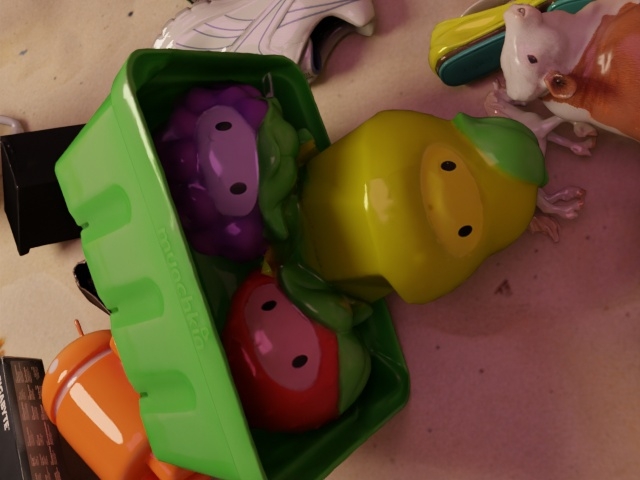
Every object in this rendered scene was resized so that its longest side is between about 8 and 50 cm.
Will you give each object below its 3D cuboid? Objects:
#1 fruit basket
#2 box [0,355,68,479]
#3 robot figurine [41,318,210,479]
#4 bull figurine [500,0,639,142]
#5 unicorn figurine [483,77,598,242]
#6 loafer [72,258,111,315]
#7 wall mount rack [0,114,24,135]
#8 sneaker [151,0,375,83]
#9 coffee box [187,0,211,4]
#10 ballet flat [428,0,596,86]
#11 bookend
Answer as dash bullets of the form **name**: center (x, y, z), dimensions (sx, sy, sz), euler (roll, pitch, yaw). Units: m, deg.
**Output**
- **fruit basket**: center (0.000, 0.000, 0.622), dimensions (0.392, 0.283, 0.391), euler (8, 105, 30)
- **box**: center (-0.346, 0.267, 0.789), dimensions (0.175, 0.051, 0.220), euler (-48, 51, 27)
- **robot figurine**: center (-0.207, 0.183, 0.760), dimensions (0.219, 0.158, 0.128), euler (38, 73, 24)
- **bull figurine**: center (0.308, -0.145, 0.603), dimensions (0.310, 0.101, 0.188), euler (31, 102, 2)
- **unicorn figurine**: center (0.204, -0.087, 0.687), dimensions (0.111, 0.060, 0.161), euler (12, 81, 19)
- **loafer**: center (-0.195, 0.077, 0.803), dimensions (0.220, 0.078, 0.080), euler (18, 86, 24)
- **wall mount rack**: center (-0.447, -0.037, 0.844), dimensions (0.131, 0.350, 0.304), euler (12, 80, -11)
- **sneaker**: center (-0.074, -0.217, 0.805), dimensions (0.297, 0.111, 0.129), euler (-33, 75, 14)
- **coffee box**: center (-0.193, -0.350, 0.834), dimensions (0.040, 0.184, 0.113), euler (-38, 68, 12)
- **ballet flat**: center (0.216, -0.223, 0.708), dimensions (0.231, 0.077, 0.077), euler (-15, 57, 21)
- **bookend**: center (-0.294, -0.065, 0.866), dimensions (0.157, 0.156, 0.072), euler (-15, 67, -28)
